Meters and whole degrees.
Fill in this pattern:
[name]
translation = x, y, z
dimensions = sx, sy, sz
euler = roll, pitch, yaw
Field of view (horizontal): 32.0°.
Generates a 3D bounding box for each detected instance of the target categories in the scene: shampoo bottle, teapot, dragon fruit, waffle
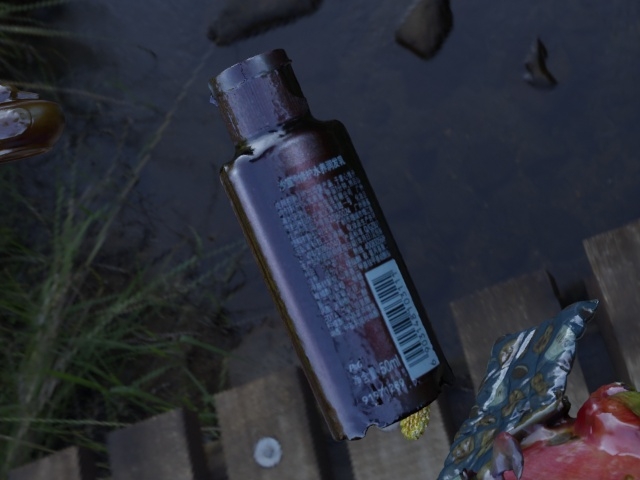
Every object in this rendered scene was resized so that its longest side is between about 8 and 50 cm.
[shampoo bottle]
translation = 0.000, 0.000, 0.950
dimensions = 0.129, 0.084, 0.323
euler = -26, 93, -25
[teapot]
translation = -0.333, -0.124, 1.168
dimensions = 0.129, 0.098, 0.078
euler = -14, 89, -8
[dragon fruit]
translation = 0.290, 0.250, 0.879
dimensions = 0.263, 0.314, 0.296
euler = -27, 54, -5
[waffle]
translation = 0.130, 0.225, 1.487
dimensions = 0.016, 0.078, 0.085
euler = 25, 75, -14

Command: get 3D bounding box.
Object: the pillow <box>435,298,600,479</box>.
[pillow]
translation = 0.194, 0.181, 1.158
dimensions = 0.034, 0.189, 0.255
euler = 36, 62, -8
